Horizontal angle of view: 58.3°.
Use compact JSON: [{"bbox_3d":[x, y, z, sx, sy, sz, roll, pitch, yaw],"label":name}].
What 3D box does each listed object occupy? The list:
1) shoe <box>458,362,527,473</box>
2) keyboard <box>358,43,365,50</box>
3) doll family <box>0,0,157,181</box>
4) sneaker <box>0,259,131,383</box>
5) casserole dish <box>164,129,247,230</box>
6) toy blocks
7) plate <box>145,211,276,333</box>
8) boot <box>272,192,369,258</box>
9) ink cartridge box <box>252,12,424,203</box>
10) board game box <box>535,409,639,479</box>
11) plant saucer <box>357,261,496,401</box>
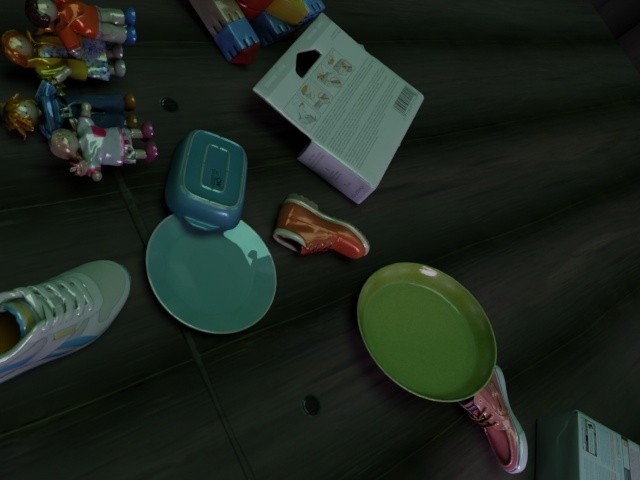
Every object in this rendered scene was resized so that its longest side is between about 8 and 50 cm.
[{"bbox_3d":[0.263,0.278,0.913,0.081,0.063,0.177,11,53,-28],"label":"shoe"},{"bbox_3d":[0.094,-0.302,1.163,0.072,0.014,0.255,-6,68,-31],"label":"keyboard"},{"bbox_3d":[-0.331,-0.197,0.758,0.163,0.118,0.262,-9,88,-44],"label":"doll family"},{"bbox_3d":[-0.297,0.084,0.613,0.087,0.092,0.229,51,47,3],"label":"sneaker"},{"bbox_3d":[-0.158,-0.095,0.831,0.114,0.037,0.188,19,46,-21],"label":"casserole dish"},{"bbox_3d":[-0.108,-0.481,1.039,0.381,0.191,0.260,-42,103,-41],"label":"toy blocks"},{"bbox_3d":[-0.149,0.041,0.786,0.188,0.024,0.188,17,55,-26],"label":"plate"},{"bbox_3d":[0.000,0.000,0.896,0.158,0.059,0.084,28,54,-9],"label":"boot"},{"bbox_3d":[0.035,-0.249,1.046,0.261,0.066,0.296,37,51,-8],"label":"ink cartridge box"},{"bbox_3d":[0.499,0.451,0.951,0.304,0.097,0.223,30,52,-15],"label":"board game box"},{"bbox_3d":[0.163,0.145,0.907,0.241,0.037,0.240,13,51,-16],"label":"plant saucer"}]
